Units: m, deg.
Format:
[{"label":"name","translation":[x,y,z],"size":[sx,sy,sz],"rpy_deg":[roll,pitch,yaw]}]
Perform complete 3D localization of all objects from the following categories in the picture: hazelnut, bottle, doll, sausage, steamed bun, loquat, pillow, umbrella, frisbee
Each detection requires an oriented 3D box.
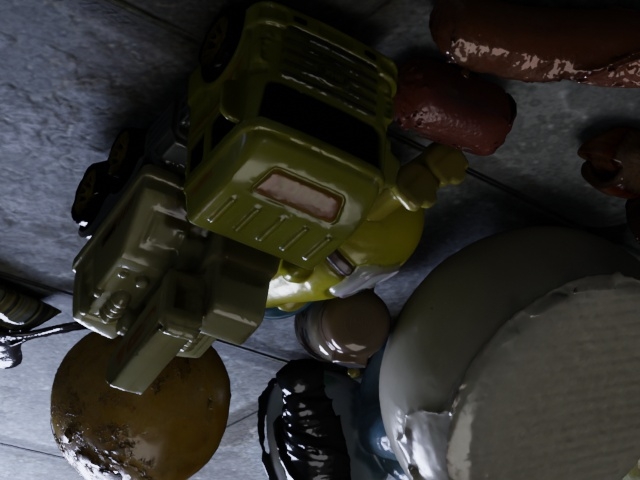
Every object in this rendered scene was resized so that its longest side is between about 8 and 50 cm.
[{"label":"hazelnut","translation":[0.311,-0.080,1.310],"size":[0.086,0.086,0.086],"rpy_deg":[-2,150,-1]},{"label":"bottle","translation":[0.027,0.105,1.488],"size":[0.097,0.110,0.209],"rpy_deg":[8,175,-7]},{"label":"doll","translation":[0.000,0.000,1.332],"size":[0.199,0.145,0.363],"rpy_deg":[-34,180,-43]},{"label":"sausage","translation":[0.126,-0.129,1.205],"size":[0.141,0.076,0.076],"rpy_deg":[17,144,-26]},{"label":"steamed bun","translation":[0.229,0.148,1.482],"size":[0.374,0.241,0.374],"rpy_deg":[-13,119,-24]},{"label":"loquat","translation":[-0.231,0.211,1.611],"size":[0.235,0.235,0.235],"rpy_deg":[-2,150,-1]},{"label":"pillow","translation":[-0.429,0.076,1.540],"size":[0.113,0.038,0.203],"rpy_deg":[-25,144,32]},{"label":"umbrella","translation":[0.010,0.313,1.597],"size":[0.113,0.106,0.357],"rpy_deg":[-9,105,10]},{"label":"frisbee","translation":[-0.375,0.123,1.586],"size":[0.187,0.012,0.211],"rpy_deg":[-13,160,9]},{"label":"sausage","translation":[0.258,-0.176,1.132],"size":[0.327,0.079,0.087],"rpy_deg":[2,165,-6]}]

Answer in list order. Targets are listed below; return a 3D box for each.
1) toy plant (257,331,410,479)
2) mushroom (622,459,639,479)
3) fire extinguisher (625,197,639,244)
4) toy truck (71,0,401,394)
[{"label":"toy plant","translation":[0.106,0.246,1.710],"size":[0.332,0.247,0.247],"rpy_deg":[-20,146,23]},{"label":"mushroom","translation":[0.496,0.296,1.884],"size":[0.190,0.164,0.267],"rpy_deg":[0,150,-8]},{"label":"fire extinguisher","translation":[0.475,-0.092,1.264],"size":[0.341,0.105,0.141],"rpy_deg":[-38,163,35]},{"label":"toy truck","translation":[-0.098,-0.027,1.196],"size":[0.181,0.254,0.405],"rpy_deg":[20,140,-27]}]
